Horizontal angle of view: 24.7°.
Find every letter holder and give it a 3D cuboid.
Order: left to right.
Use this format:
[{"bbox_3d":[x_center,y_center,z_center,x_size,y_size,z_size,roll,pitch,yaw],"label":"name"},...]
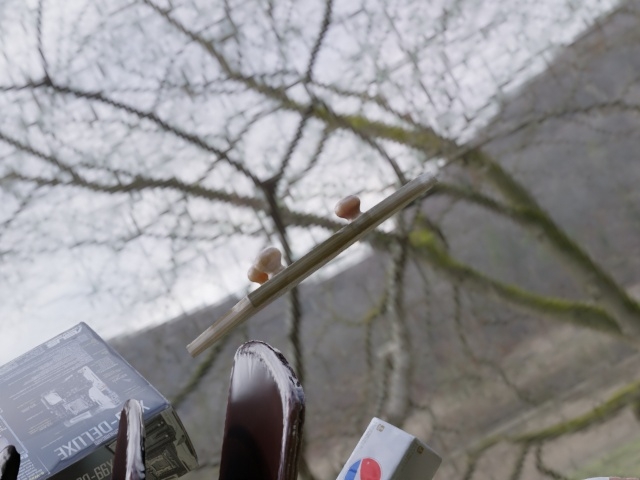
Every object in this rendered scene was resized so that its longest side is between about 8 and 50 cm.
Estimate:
[{"bbox_3d":[-0.107,0.152,0.779,0.152,0.214,0.302,9,-2,-8],"label":"letter holder"}]

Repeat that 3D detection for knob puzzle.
[{"bbox_3d":[0.000,0.000,0.993,0.213,0.030,0.213,-36,-2,-2],"label":"knob puzzle"}]

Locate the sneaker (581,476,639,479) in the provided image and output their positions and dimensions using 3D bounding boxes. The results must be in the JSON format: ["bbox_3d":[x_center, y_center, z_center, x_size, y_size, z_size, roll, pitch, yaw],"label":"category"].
[{"bbox_3d":[0.356,0.404,1.641,0.123,0.290,0.106,-15,9,11],"label":"sneaker"}]

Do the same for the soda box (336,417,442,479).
[{"bbox_3d":[0.049,0.320,1.690,0.069,0.074,0.216,41,-104,-42],"label":"soda box"}]

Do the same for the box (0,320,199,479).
[{"bbox_3d":[-0.298,0.211,1.350,0.307,0.076,0.242,-29,28,-19],"label":"box"}]
